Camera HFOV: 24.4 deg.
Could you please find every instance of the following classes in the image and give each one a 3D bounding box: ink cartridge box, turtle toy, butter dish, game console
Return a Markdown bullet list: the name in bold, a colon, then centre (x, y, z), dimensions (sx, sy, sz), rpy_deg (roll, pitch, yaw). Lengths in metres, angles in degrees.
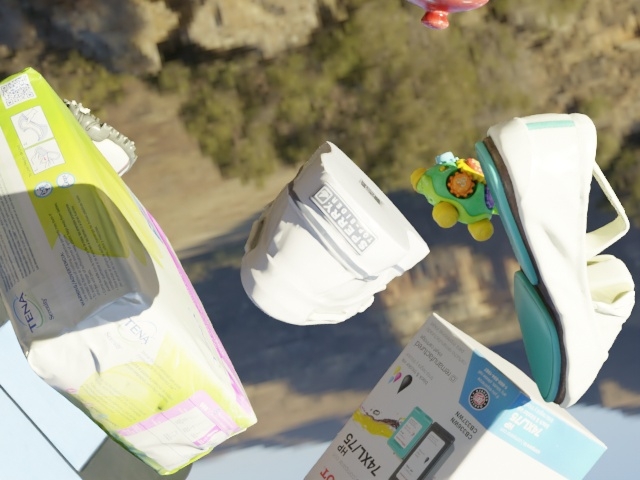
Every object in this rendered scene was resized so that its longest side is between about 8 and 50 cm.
- **ink cartridge box**: centre (0.162, 0.275, 1.814), dimensions (0.197, 0.270, 0.198), rpy_deg (34, -175, -40)
- **turtle toy**: centre (0.162, -0.051, 1.579), dimensions (0.130, 0.095, 0.066), rpy_deg (18, 115, -30)
- **butter dish**: centre (0.150, -0.319, 1.824), dimensions (0.160, 0.118, 0.160), rpy_deg (9, -174, -11)
- **game console**: centre (-0.328, 0.196, 1.589), dimensions (0.060, 0.386, 0.342), rpy_deg (-31, -167, 38)

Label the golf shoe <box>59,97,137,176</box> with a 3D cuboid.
- **golf shoe**: centre (-0.275, -0.063, 1.600), dimensions (0.105, 0.120, 0.273), rpy_deg (31, 159, -5)

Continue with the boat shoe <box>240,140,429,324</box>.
- **boat shoe**: centre (0.000, 0.000, 0.847), dimensions (0.084, 0.095, 0.258), rpy_deg (-42, 173, 6)

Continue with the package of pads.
- **package of pads**: centre (-0.166, 0.040, 1.143), dimensions (0.101, 0.229, 0.296), rpy_deg (-29, 151, 1)

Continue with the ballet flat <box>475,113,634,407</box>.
- **ballet flat**: centre (0.260, 0.028, 1.526), dimensions (0.139, 0.139, 0.400), rpy_deg (-14, 133, 6)
